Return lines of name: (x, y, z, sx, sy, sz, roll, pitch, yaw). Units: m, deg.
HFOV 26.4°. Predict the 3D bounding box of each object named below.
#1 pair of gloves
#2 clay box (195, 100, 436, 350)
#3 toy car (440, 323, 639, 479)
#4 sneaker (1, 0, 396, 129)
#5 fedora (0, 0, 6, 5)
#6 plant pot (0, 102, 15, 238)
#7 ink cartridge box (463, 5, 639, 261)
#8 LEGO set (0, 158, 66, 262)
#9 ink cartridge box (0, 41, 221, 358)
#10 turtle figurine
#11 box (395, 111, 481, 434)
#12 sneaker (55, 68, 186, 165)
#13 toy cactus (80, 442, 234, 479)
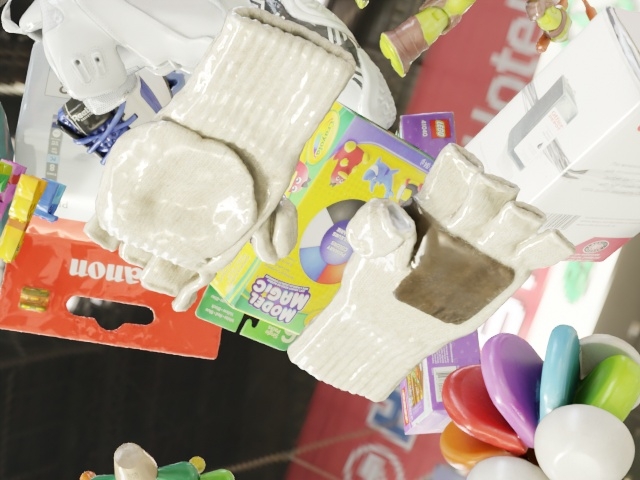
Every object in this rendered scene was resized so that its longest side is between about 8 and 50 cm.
pair of gloves: (-0.004, -0.003, 0.767, 0.204, 0.240, 0.042, -44, 24, 36)
clay box: (0.000, 0.000, 1.176, 0.127, 0.053, 0.222, 25, -80, -41)
toy car: (0.171, 0.136, 1.100, 0.182, 0.136, 0.159, -43, 7, 34)
sneaker: (-0.117, -0.174, 1.276, 0.210, 0.366, 0.137, -49, -1, -1)
fedora: (-0.473, -0.402, 1.619, 0.243, 0.124, 0.275, -52, -42, -6)
plant pot: (-0.479, -0.110, 1.716, 0.234, 0.165, 0.165, 104, 165, -57)
ink cartridge box: (0.225, -0.076, 1.078, 0.158, 0.092, 0.218, 2, -32, -36)
LEGO set: (-0.333, -0.031, 1.443, 0.227, 0.087, 0.093, 4, -71, -88)
ink cartridge box: (-0.257, -0.056, 1.810, 0.091, 0.308, 0.385, 106, 173, -78)
turtle figurine: (0.144, -0.232, 1.182, 0.217, 0.087, 0.269, -30, -73, -3)
box: (0.110, 0.040, 1.383, 0.201, 0.057, 0.293, 106, 160, -76)
sneaker: (-0.224, -0.104, 1.629, 0.127, 0.315, 0.182, -32, -21, 24)
toy cactus: (-0.218, 0.302, 1.640, 0.180, 0.219, 0.112, 81, -170, -59)
